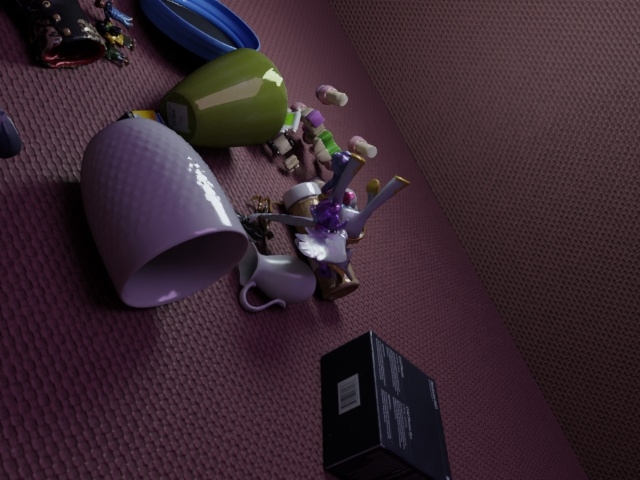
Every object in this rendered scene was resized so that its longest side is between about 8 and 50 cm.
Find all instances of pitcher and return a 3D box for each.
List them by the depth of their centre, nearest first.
[{"bbox_3d":[-0.118,0.116,1.806,0.207,0.125,0.177,23,63,-36],"label":"pitcher"}]

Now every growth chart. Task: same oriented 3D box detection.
[{"bbox_3d":[-0.176,-0.385,2.193,0.237,0.021,0.172,4,40,-7],"label":"growth chart"}]

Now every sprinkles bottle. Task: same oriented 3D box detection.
[{"bbox_3d":[0.000,0.000,2.115,0.121,0.121,0.355,9,54,-58],"label":"sprinkles bottle"}]

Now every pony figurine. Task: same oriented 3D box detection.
[{"bbox_3d":[0.033,-0.056,1.877,0.351,0.363,0.303,20,13,-42],"label":"pony figurine"}]

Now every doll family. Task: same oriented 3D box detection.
[{"bbox_3d":[-0.543,-0.548,1.818,0.111,0.076,0.193,22,38,-45],"label":"doll family"}]

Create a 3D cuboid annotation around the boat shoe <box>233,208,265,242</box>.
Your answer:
[{"bbox_3d":[-0.202,-0.046,1.903,0.125,0.038,0.046,49,28,-19],"label":"boat shoe"}]

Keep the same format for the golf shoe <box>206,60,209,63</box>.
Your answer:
[{"bbox_3d":[-0.319,-0.540,2.201,0.120,0.105,0.273,36,25,0],"label":"golf shoe"}]

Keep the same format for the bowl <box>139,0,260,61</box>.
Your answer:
[{"bbox_3d":[-0.369,-0.666,2.128,0.391,0.077,0.391,30,27,-17],"label":"bowl"}]

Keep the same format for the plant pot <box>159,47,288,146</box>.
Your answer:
[{"bbox_3d":[-0.285,-0.361,1.896,0.293,0.275,0.274,-32,90,-48],"label":"plant pot"}]

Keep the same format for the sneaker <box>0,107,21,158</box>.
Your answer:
[{"bbox_3d":[-0.681,-0.244,1.222,0.319,0.112,0.131,46,45,-18],"label":"sneaker"}]

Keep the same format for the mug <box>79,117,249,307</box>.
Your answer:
[{"bbox_3d":[-0.335,-0.057,1.467,0.328,0.276,0.374,60,-6,19],"label":"mug"}]

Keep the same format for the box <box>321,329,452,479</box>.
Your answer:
[{"bbox_3d":[0.168,0.473,1.829,0.312,0.179,0.343,40,32,-32],"label":"box"}]

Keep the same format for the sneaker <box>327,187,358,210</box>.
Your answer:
[{"bbox_3d":[0.069,-0.100,2.197,0.111,0.252,0.102,-15,77,-22],"label":"sneaker"}]

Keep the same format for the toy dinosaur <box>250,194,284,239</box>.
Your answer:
[{"bbox_3d":[-0.157,-0.085,2.027,0.211,0.064,0.112,-84,163,-51],"label":"toy dinosaur"}]

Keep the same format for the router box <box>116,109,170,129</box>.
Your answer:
[{"bbox_3d":[-0.409,-0.236,1.734,0.178,0.046,0.133,59,26,1],"label":"router box"}]

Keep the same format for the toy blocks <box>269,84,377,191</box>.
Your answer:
[{"bbox_3d":[-0.027,-0.347,2.403,0.288,0.309,0.260,57,-10,-31],"label":"toy blocks"}]

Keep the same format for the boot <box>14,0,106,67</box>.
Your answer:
[{"bbox_3d":[-0.654,-0.535,1.537,0.284,0.138,0.377,60,20,4],"label":"boot"}]
